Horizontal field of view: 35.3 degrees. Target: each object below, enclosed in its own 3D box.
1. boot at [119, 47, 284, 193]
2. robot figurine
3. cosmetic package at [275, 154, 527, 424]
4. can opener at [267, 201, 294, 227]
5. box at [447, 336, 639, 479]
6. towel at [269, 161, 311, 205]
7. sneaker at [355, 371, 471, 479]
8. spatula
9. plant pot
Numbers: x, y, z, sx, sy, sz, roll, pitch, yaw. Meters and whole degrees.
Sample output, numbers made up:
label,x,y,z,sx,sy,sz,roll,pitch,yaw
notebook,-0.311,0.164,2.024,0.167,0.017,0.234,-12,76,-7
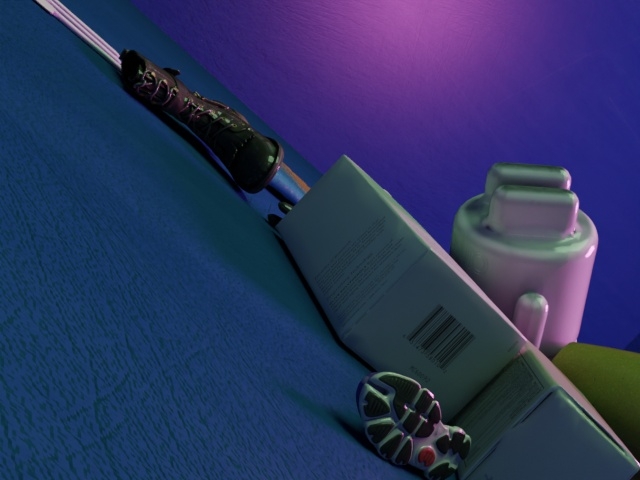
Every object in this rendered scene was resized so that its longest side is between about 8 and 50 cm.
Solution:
label,x,y,z,sx,sy,sz,roll,pitch,yaw
boot,-0.190,-0.183,1.504,0.229,0.091,0.263,32,8,-39
robot figurine,0.280,0.066,1.445,0.199,0.354,0.300,6,29,5
cosmetic package,0.090,0.048,1.304,0.197,0.155,0.365,42,5,-24
can opener,0.000,0.000,1.507,0.186,0.059,0.073,41,7,-27
box,0.236,0.218,1.140,0.121,0.148,0.311,44,7,0
towel,-0.035,-0.081,1.969,0.370,0.040,0.271,42,7,-30
sneaker,0.069,0.163,0.894,0.071,0.068,0.170,28,-14,41
spatula,-0.393,-0.352,1.570,0.242,0.019,0.168,40,6,-31
plant pot,0.431,0.263,1.330,0.293,0.275,0.275,30,-1,28
